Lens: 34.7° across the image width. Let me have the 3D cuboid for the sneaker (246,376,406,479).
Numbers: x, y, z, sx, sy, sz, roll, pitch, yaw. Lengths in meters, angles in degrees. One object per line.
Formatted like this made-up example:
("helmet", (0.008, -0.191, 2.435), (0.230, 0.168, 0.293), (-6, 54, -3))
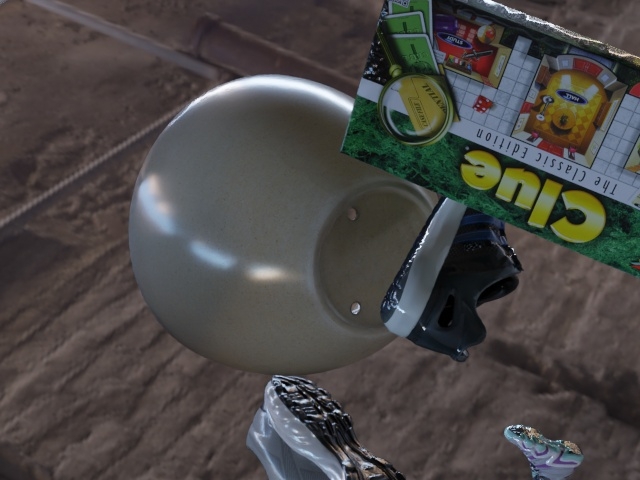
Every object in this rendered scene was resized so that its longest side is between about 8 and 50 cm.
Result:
("sneaker", (0.015, 0.261, 1.059), (0.100, 0.271, 0.108), (9, -60, -45))

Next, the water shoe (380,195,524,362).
("water shoe", (0.113, 0.009, 0.769), (0.203, 0.080, 0.073), (-56, -2, -38))

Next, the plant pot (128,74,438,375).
("plant pot", (0.000, 0.000, 0.903), (0.284, 0.191, 0.284), (-7, -76, -31))

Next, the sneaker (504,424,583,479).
("sneaker", (0.250, 0.259, 1.193), (0.038, 0.098, 0.069), (-77, 9, -70))

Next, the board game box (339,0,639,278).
("board game box", (0.149, -0.067, 0.661), (0.030, 0.260, 0.136), (-54, -16, -51))

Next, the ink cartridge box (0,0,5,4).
("ink cartridge box", (-0.459, -0.289, 1.129), (0.273, 0.198, 0.114), (-46, -50, -30))
